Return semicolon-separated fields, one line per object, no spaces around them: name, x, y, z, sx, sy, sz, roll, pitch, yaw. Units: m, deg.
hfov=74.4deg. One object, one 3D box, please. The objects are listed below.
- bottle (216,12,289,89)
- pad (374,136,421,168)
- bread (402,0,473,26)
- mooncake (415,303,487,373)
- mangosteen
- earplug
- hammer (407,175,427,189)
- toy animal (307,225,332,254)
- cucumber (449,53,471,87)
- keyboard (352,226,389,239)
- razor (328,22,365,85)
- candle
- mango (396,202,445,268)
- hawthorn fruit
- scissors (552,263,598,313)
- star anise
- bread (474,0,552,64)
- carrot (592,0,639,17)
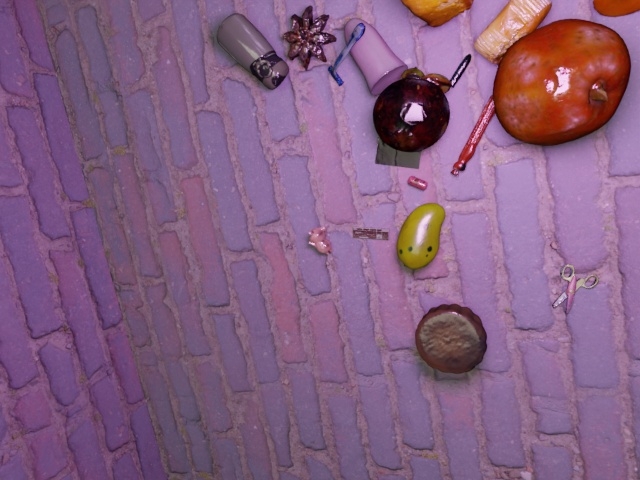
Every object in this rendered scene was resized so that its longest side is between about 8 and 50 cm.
bottle;-0.282;-0.810;1.835;0.347;0.168;0.168;46;113;3
pad;0.329;-0.371;1.782;0.194;0.004;0.116;10;105;19
bread;0.370;-0.910;1.460;0.204;0.359;0.336;-39;71;33
mooncake;0.555;0.408;1.784;0.291;0.161;0.289;4;101;20
mangosteen;0.347;-0.491;1.611;0.312;0.311;0.310;5;103;20
earplug;0.192;-0.753;1.674;0.172;0.172;0.301;-35;83;24
hammer;0.407;-0.241;1.763;0.083;0.043;0.043;27;110;15
toy animal;0.004;0.000;1.950;0.089;0.083;0.150;-17;113;44
cucumber;0.540;-0.656;1.624;0.032;0.032;0.133;36;111;10
keyboard;0.225;-0.033;1.890;0.166;0.017;0.055;4;103;20
razor;0.095;-0.727;1.656;0.093;0.056;0.324;55;159;1
candle;0.605;-0.403;1.645;0.051;0.048;0.328;31;111;21
mango;0.419;-0.020;1.757;0.176;0.143;0.292;22;99;14
hawthorn fruit;0.781;-0.490;1.362;0.404;0.403;0.401;5;103;20
scissors;0.979;0.195;1.649;0.134;0.020;0.187;25;108;18
star anise;-0.062;-0.857;1.774;0.224;0.109;0.235;-13;99;27
bread;0.673;-0.745;1.474;0.133;0.179;0.250;45;114;3
carrot;0.987;-0.904;1.303;0.194;0.214;0.330;14;103;17
